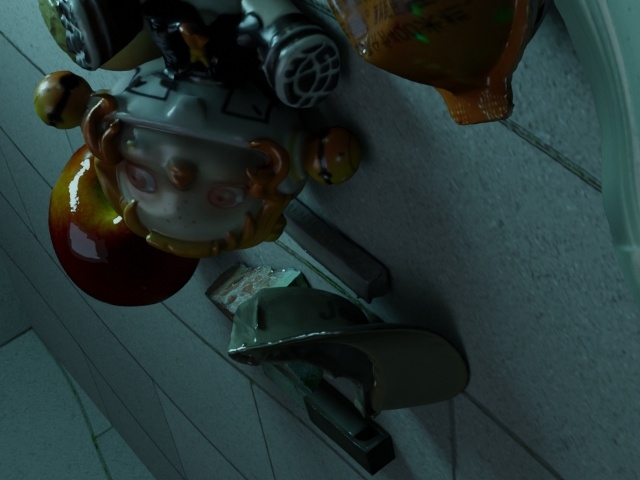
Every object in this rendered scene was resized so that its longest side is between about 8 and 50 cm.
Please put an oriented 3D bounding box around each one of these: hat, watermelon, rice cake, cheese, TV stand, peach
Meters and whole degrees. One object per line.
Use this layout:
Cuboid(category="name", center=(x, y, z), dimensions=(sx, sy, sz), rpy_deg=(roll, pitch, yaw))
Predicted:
Cuboid(category="hat", center=(0.037, 0.095, 1.245), dimensions=(0.214, 0.149, 0.245), rpy_deg=(30, 136, -35))
Cuboid(category="watermelon", center=(-0.075, 0.097, 1.521), dimensions=(0.241, 0.094, 0.154), rpy_deg=(26, 152, 55))
Cuboid(category="rice cake", center=(0.000, 0.000, 1.274), dimensions=(0.207, 0.036, 0.047), rpy_deg=(39, 143, 40))
Cuboid(category="cheese", center=(0.058, -0.231, 0.724), dimensions=(0.217, 0.129, 0.329), rpy_deg=(-2, 106, 69))
Cuboid(category="TV stand", center=(0.002, 0.218, 1.552), dimensions=(0.256, 0.040, 0.049), rpy_deg=(35, 150, 45))
Cuboid(category="peach", center=(-0.273, -0.022, 1.610), dimensions=(0.243, 0.199, 0.243), rpy_deg=(58, 166, 24))

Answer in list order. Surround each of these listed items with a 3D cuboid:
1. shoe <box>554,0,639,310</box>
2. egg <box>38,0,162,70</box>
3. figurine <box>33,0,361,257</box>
Cuboid(category="shoe", center=(0.220, -0.080, 0.584), dimensions=(0.160, 0.132, 0.363), rpy_deg=(0, 116, 59))
Cuboid(category="egg", center=(-0.211, -0.262, 1.204), dimensions=(0.164, 0.164, 0.201), rpy_deg=(52, 153, 16))
Cuboid(category="figurine", center=(-0.115, -0.115, 1.152), dimensions=(0.320, 0.196, 0.323), rpy_deg=(14, 136, 3))
